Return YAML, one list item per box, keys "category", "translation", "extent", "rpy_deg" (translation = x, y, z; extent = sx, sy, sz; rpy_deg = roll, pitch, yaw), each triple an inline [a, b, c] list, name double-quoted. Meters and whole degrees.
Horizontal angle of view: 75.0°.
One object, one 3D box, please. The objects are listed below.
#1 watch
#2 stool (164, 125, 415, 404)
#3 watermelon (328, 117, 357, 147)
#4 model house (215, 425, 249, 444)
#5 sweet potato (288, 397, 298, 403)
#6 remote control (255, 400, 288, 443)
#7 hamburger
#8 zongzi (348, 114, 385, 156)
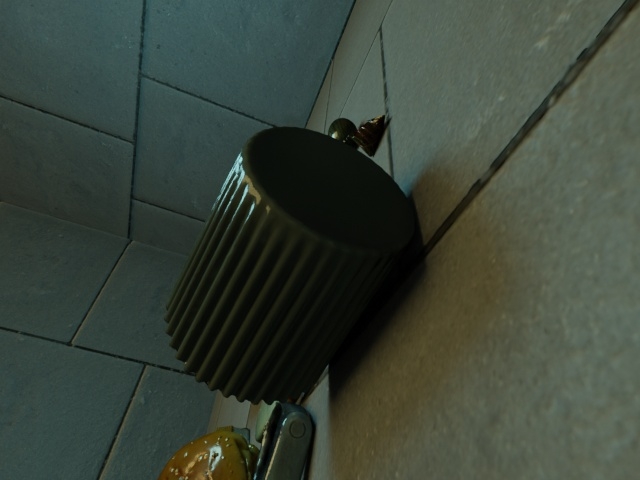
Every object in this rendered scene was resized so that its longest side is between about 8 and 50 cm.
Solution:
- category: "watch"
  translation: [-0.076, 0.393, 0.735]
  extent: [0.193, 0.068, 0.207]
  rpy_deg: [119, 167, -56]
- category: "stool"
  translation: [-0.047, 0.036, 0.630]
  extent: [0.330, 0.297, 0.297]
  rpy_deg: [-57, 18, 36]
- category: "watermelon"
  translation: [0.058, -0.268, 1.065]
  extent: [0.111, 0.078, 0.078]
  rpy_deg: [-89, 21, -50]
- category: "model house"
  translation: [-0.270, 0.606, 1.223]
  extent: [0.088, 0.100, 0.101]
  rpy_deg: [-136, 64, -77]
- category: "sweet potato"
  translation: [-0.041, 0.254, 0.805]
  extent: [0.056, 0.056, 0.195]
  rpy_deg: [-115, 33, -73]
- category: "remote control"
  translation: [-0.093, 0.355, 0.932]
  extent: [0.098, 0.038, 0.234]
  rpy_deg: [-91, 23, -56]
- category: "hamburger"
  translation: [-0.239, 0.560, 0.870]
  extent: [0.314, 0.170, 0.290]
  rpy_deg: [-38, 31, 14]
- category: "zongzi"
  translation: [0.109, -0.231, 0.880]
  extent: [0.083, 0.067, 0.073]
  rpy_deg: [-48, 7, 18]
